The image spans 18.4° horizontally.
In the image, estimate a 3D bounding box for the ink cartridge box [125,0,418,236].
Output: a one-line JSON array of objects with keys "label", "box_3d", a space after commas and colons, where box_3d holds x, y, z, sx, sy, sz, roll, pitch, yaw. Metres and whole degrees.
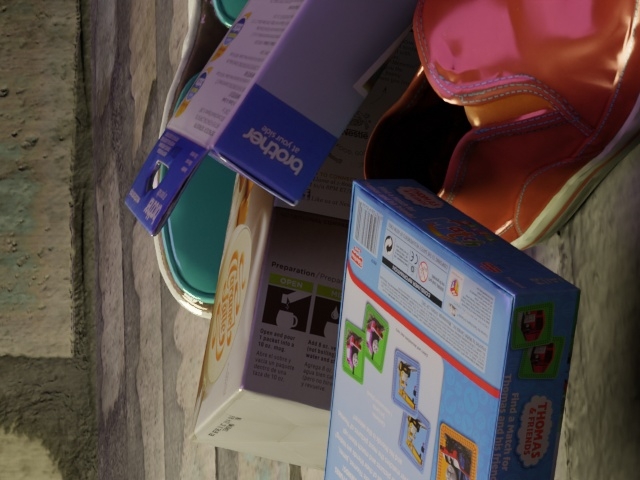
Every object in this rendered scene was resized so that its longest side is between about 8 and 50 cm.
[{"label": "ink cartridge box", "box_3d": [0.007, -0.128, 1.047, 0.311, 0.065, 0.186, -55, 13, -1]}]

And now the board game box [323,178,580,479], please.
[{"label": "board game box", "box_3d": [0.052, 0.095, 0.916, 0.160, 0.039, 0.211, -141, 54, -58]}]

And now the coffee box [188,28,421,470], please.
[{"label": "coffee box", "box_3d": [0.000, 0.000, 1.193, 0.141, 0.098, 0.246, 136, 146, -66]}]

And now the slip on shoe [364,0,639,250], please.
[{"label": "slip on shoe", "box_3d": [0.097, -0.095, 0.905, 0.331, 0.101, 0.123, 117, 153, -59]}]

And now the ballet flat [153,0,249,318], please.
[{"label": "ballet flat", "box_3d": [-0.048, -0.131, 1.517, 0.139, 0.139, 0.400, 144, 130, -74]}]
